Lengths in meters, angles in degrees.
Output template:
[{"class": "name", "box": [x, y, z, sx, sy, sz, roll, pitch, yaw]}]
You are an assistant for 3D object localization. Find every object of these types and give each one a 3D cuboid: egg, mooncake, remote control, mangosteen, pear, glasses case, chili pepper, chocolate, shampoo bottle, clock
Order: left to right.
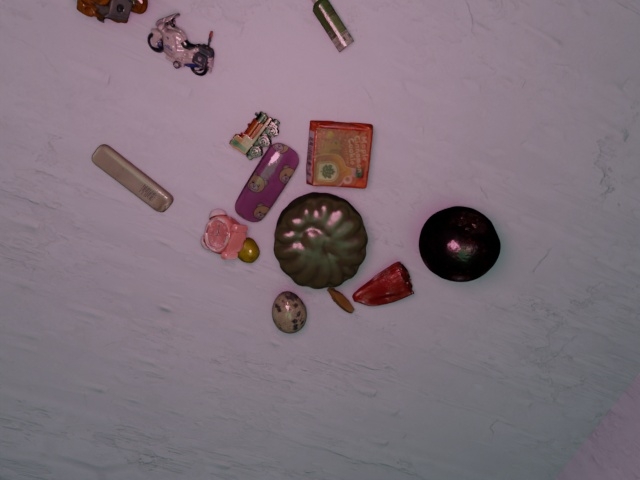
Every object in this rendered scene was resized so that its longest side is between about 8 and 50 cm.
[{"class": "remote control", "box": [-0.677, -0.219, 1.473, 0.309, 0.038, 0.090, 39, 104, -16]}, {"class": "clock", "box": [-0.363, -0.023, 1.525, 0.162, 0.093, 0.166, 28, 103, 25]}, {"class": "pear", "box": [-0.277, 0.037, 1.575, 0.092, 0.092, 0.097, 13, 92, -9]}, {"class": "glasses case", "box": [-0.198, -0.207, 1.490, 0.123, 0.076, 0.316, 28, 108, -23]}, {"class": "egg", "box": [-0.126, 0.287, 1.644, 0.141, 0.141, 0.181, -10, 112, -1]}, {"class": "mooncake", "box": [0.000, 0.000, 1.523, 0.356, 0.194, 0.356, -2, 110, -5]}, {"class": "shampoo bottle", "box": [0.027, -0.722, 1.332, 0.065, 0.065, 0.204, -35, 109, 8]}, {"class": "chocolate", "box": [0.072, -0.304, 1.465, 0.235, 0.108, 0.237, 3, 108, -7]}, {"class": "chili pepper", "box": [0.254, 0.201, 1.671, 0.253, 0.136, 0.144, -29, 154, 17]}, {"class": "mangosteen", "box": [0.505, 0.019, 1.538, 0.297, 0.313, 0.297, 5, 73, -17]}]

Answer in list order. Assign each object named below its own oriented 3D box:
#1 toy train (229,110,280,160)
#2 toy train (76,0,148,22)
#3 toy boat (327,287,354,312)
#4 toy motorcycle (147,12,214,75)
[{"class": "toy train", "box": [-0.225, -0.371, 1.437, 0.118, 0.074, 0.176, 37, 105, -12]}, {"class": "toy train", "box": [-0.609, -0.831, 1.173, 0.232, 0.163, 0.369, 39, 119, 14]}, {"class": "toy boat", "box": [0.083, 0.250, 1.696, 0.149, 0.049, 0.047, 47, 70, -16]}, {"class": "toy motorcycle", "box": [-0.443, -0.635, 1.315, 0.221, 0.102, 0.150, 28, 126, -10]}]
